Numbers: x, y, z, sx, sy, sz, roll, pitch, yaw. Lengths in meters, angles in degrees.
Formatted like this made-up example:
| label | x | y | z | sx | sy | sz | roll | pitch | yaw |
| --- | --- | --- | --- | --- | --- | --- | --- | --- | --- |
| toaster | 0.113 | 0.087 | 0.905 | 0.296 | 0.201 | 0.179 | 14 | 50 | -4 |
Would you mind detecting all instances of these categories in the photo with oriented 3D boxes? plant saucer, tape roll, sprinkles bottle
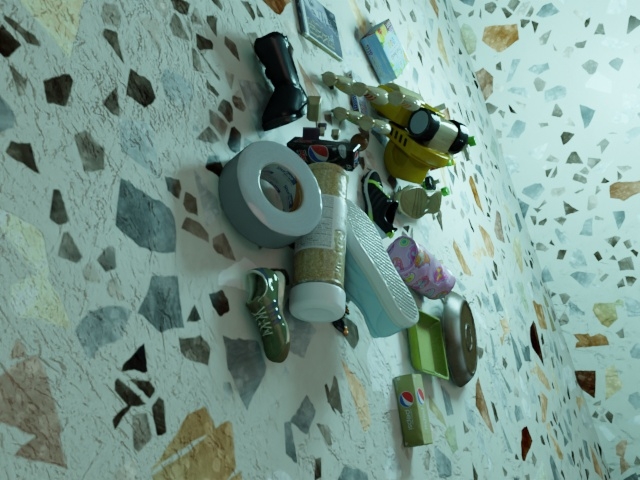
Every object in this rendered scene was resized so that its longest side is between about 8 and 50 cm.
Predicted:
| label | x | y | z | sx | sy | sz | roll | pitch | yaw |
| --- | --- | --- | --- | --- | --- | --- | --- | --- | --- |
| plant saucer | 0.304 | 0.306 | 1.982 | 0.188 | 0.045 | 0.188 | 28 | 51 | -51 |
| plant saucer | 0.455 | 0.312 | 2.185 | 0.310 | 0.050 | 0.310 | -7 | 90 | -67 |
| tape roll | -0.101 | -0.096 | 1.417 | 0.219 | 0.072 | 0.219 | 21 | 55 | -33 |
| sprinkles bottle | 0.000 | 0.000 | 1.527 | 0.121 | 0.121 | 0.355 | 36 | 48 | -47 |

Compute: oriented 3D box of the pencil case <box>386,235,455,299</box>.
| label | x | y | z | sx | sy | sz | roll | pitch | yaw |
| --- | --- | --- | --- | --- | --- | --- | --- | --- | --- |
| pencil case | 0.294 | 0.086 | 2.025 | 0.284 | 0.124 | 0.124 | 32 | 48 | -51 |

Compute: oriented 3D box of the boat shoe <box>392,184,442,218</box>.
| label | x | y | z | sx | sy | sz | roll | pitch | yaw |
| --- | --- | --- | --- | --- | --- | --- | --- | --- | --- |
| boat shoe | 0.299 | -0.126 | 2.199 | 0.285 | 0.089 | 0.104 | 1 | 99 | -57 |

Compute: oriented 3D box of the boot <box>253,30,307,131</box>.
| label | x | y | z | sx | sy | sz | roll | pitch | yaw |
| --- | --- | --- | --- | --- | --- | --- | --- | --- | --- |
| boot | -0.107 | -0.377 | 1.602 | 0.207 | 0.094 | 0.246 | 68 | 22 | -15 |

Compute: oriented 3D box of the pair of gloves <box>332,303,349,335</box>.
| label | x | y | z | sx | sy | sz | roll | pitch | yaw |
| --- | --- | --- | --- | --- | --- | --- | --- | --- | --- |
| pair of gloves | 0.049 | 0.181 | 1.645 | 0.074 | 0.010 | 0.083 | 47 | 40 | -40 |

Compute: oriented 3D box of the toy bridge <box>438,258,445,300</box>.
| label | x | y | z | sx | sy | sz | roll | pitch | yaw |
| --- | --- | --- | --- | --- | --- | --- | --- | --- | --- |
| toy bridge | 0.420 | 0.161 | 2.287 | 0.063 | 0.026 | 0.188 | -24 | 95 | -60 |

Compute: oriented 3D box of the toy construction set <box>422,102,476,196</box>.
| label | x | y | z | sx | sy | sz | roll | pitch | yaw |
| --- | --- | --- | --- | --- | --- | --- | --- | --- | --- |
| toy construction set | 0.435 | -0.352 | 2.388 | 0.257 | 0.237 | 0.309 | 26 | 52 | -53 |

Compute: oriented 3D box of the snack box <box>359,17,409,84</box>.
| label | x | y | z | sx | sy | sz | roll | pitch | yaw |
| --- | --- | --- | --- | --- | --- | --- | --- | --- | --- |
| snack box | 0.227 | -0.659 | 2.376 | 0.174 | 0.070 | 0.207 | 61 | 31 | -19 |

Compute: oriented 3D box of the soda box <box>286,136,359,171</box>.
| label | x | y | z | sx | sy | sz | roll | pitch | yaw |
| --- | --- | --- | --- | --- | --- | --- | --- | --- | --- |
| soda box | 0.006 | -0.207 | 1.625 | 0.060 | 0.169 | 0.053 | -52 | 146 | -58 |

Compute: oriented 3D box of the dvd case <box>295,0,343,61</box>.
| label | x | y | z | sx | sy | sz | roll | pitch | yaw |
| --- | --- | --- | --- | --- | --- | --- | --- | --- | --- |
| dvd case | -0.004 | -0.641 | 2.018 | 0.221 | 0.018 | 0.164 | 15 | 62 | -57 |

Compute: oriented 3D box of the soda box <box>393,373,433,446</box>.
| label | x | y | z | sx | sy | sz | roll | pitch | yaw |
| --- | --- | --- | --- | --- | --- | --- | --- | --- | --- |
| soda box | 0.242 | 0.443 | 1.781 | 0.061 | 0.058 | 0.181 | 21 | 56 | -55 |

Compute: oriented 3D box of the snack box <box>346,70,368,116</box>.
| label | x | y | z | sx | sy | sz | roll | pitch | yaw |
| --- | --- | --- | --- | --- | --- | --- | --- | --- | --- |
| snack box | 0.118 | -0.434 | 2.107 | 0.064 | 0.022 | 0.178 | 19 | 58 | -57 |

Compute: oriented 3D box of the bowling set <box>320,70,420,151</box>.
| label | x | y | z | sx | sy | sz | roll | pitch | yaw |
| --- | --- | --- | --- | --- | --- | --- | --- | --- | --- |
| bowling set | 0.120 | -0.349 | 1.913 | 0.154 | 0.287 | 0.200 | 4 | 104 | -53 |

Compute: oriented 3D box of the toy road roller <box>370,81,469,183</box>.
| label | x | y | z | sx | sy | sz | roll | pitch | yaw |
| --- | --- | --- | --- | --- | --- | --- | --- | --- | --- |
| toy road roller | 0.282 | -0.333 | 2.185 | 0.202 | 0.240 | 0.329 | 11 | 27 | -41 |

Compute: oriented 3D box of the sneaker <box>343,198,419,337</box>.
| label | x | y | z | sx | sy | sz | roll | pitch | yaw |
| --- | --- | --- | --- | --- | --- | --- | --- | --- | --- |
| sneaker | 0.087 | 0.071 | 1.654 | 0.135 | 0.150 | 0.366 | 1 | 59 | -57 |

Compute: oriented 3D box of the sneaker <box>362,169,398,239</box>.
| label | x | y | z | sx | sy | sz | roll | pitch | yaw |
| --- | --- | --- | --- | --- | --- | --- | --- | --- | --- |
| sneaker | 0.182 | -0.102 | 1.949 | 0.084 | 0.097 | 0.234 | 34 | 46 | -49 |

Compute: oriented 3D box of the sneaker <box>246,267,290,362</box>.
| label | x | y | z | sx | sy | sz | roll | pitch | yaw |
| --- | --- | --- | --- | --- | --- | --- | --- | --- | --- |
| sneaker | -0.113 | 0.141 | 1.339 | 0.086 | 0.064 | 0.192 | 22 | 55 | -45 |

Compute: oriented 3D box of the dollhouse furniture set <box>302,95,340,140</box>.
| label | x | y | z | sx | sy | sz | roll | pitch | yaw |
| --- | --- | --- | --- | --- | --- | --- | --- | --- | --- |
| dollhouse furniture set | 0.003 | -0.305 | 1.611 | 0.114 | 0.091 | 0.081 | 95 | -5 | -46 |
